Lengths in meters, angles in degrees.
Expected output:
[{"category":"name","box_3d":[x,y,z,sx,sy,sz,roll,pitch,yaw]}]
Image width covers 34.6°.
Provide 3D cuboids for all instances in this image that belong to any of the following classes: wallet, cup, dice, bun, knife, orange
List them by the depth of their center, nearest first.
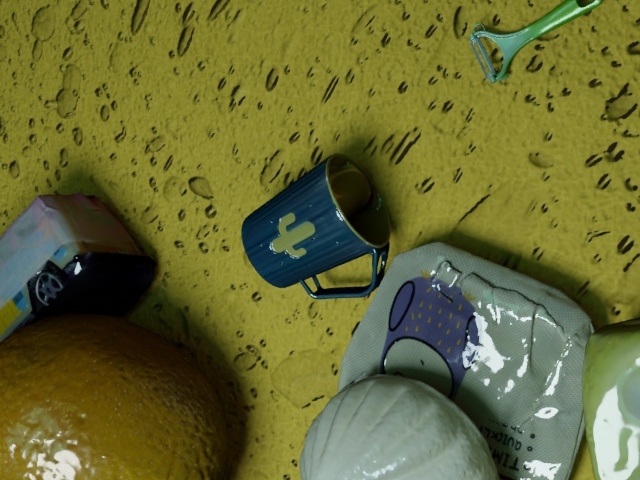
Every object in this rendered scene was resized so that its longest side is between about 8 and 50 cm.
[{"category":"dice","box_3d":[0.408,0.191,1.055,0.233,0.227,0.238,-12,86,27]},{"category":"bun","box_3d":[0.064,0.303,1.209,0.263,0.175,0.263,16,117,35]},{"category":"knife","box_3d":[0.260,-0.259,1.233,0.166,0.022,0.078,-28,85,24]},{"category":"wallet","box_3d":[0.182,0.159,1.247,0.335,0.068,0.275,23,102,25]},{"category":"cup","box_3d":[0.000,0.000,1.308,0.155,0.131,0.176,-27,90,28]},{"category":"orange","box_3d":[-0.289,0.262,1.333,0.357,0.322,0.322,29,103,8]}]

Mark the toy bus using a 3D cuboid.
[{"category":"toy bus","box_3d":[-0.430,0.100,1.492,0.386,0.171,0.162,-44,63,19]}]
